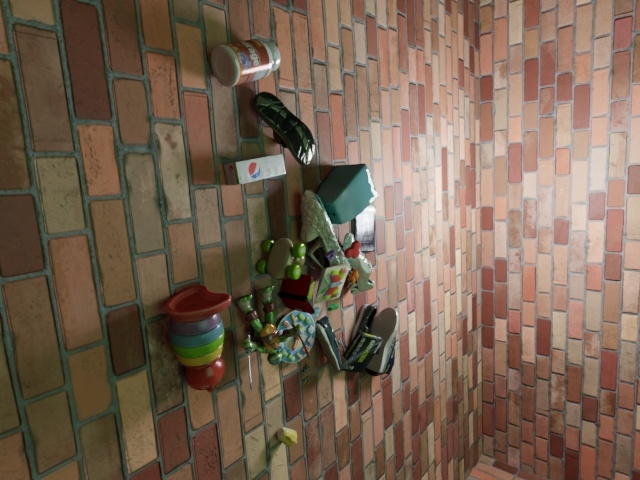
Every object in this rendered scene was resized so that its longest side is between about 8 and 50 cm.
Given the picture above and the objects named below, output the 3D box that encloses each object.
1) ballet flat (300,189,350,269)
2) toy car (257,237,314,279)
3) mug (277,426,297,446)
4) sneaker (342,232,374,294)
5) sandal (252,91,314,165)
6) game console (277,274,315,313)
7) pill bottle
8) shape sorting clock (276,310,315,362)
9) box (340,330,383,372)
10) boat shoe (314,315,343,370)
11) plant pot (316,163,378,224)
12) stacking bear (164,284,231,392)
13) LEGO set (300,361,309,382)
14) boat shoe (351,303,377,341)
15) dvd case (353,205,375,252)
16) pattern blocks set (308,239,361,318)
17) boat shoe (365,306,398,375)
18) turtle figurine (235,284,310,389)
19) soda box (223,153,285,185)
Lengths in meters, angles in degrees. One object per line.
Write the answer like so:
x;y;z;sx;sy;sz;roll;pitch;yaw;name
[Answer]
0.000;0.000;1.616;0.147;0.146;0.409;-51;128;-35;ballet flat
-0.107;0.082;1.486;0.188;0.154;0.149;32;68;-60;toy car
-0.126;0.744;1.559;0.064;0.078;0.062;45;32;-31;mug
0.167;0.098;1.805;0.110;0.118;0.293;-68;148;-63;sneaker
-0.129;-0.401;1.472;0.303;0.086;0.120;48;62;-23;sandal
-0.078;0.196;1.517;0.085;0.143;0.124;-53;129;-32;game console
-0.231;-0.571;1.301;0.216;0.121;0.121;-38;120;-42;pill bottle
-0.095;0.372;1.580;0.206;0.040;0.207;-9;103;-45;shape sorting clock
0.184;0.515;1.876;0.184;0.045;0.191;28;97;-45;box
0.043;0.435;1.724;0.079;0.095;0.255;-35;110;-30;boat shoe
0.091;-0.178;1.682;0.234;0.165;0.166;-50;128;-31;plant pot
-0.353;0.305;1.202;0.164;0.175;0.290;-25;119;-48;stacking bear
-0.055;0.540;1.663;0.054;0.023;0.083;-25;111;-46;LEGO set
0.214;0.414;1.931;0.080;0.076;0.229;40;64;-43;boat shoe
0.208;-0.054;1.936;0.164;0.018;0.222;-3;96;-49;dvd case
0.048;0.169;1.633;0.285;0.026;0.325;-21;132;-32;pattern blocks set
0.327;0.512;2.054;0.158;0.127;0.341;33;75;-53;boat shoe
-0.164;0.296;1.358;0.275;0.197;0.267;-81;151;-88;turtle figurine
-0.218;-0.241;1.380;0.216;0.069;0.074;-24;110;-46;soda box
